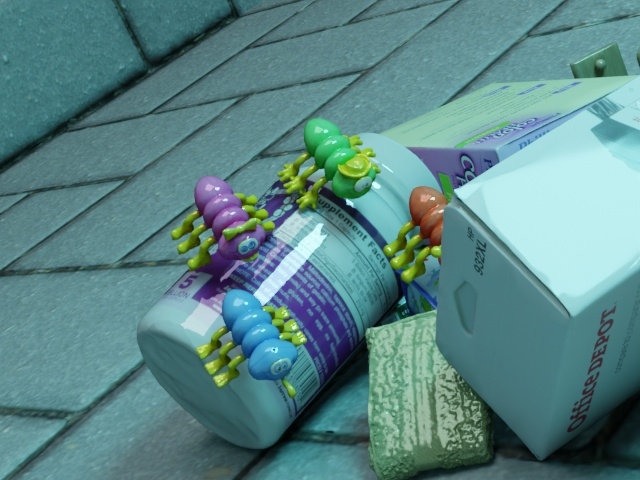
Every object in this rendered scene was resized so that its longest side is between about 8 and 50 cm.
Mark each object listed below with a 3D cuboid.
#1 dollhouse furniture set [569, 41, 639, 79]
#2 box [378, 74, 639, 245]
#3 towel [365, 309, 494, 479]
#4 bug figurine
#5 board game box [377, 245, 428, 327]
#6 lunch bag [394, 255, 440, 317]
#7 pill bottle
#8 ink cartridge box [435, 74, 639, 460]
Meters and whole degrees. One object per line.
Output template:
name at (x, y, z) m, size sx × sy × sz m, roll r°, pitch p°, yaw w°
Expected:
dollhouse furniture set at (0.377, -0.154, 1.330) m, size 0.144 × 0.123 × 0.151 m, roll -27°, pitch 20°, yaw -4°
box at (0.199, -0.083, 1.333) m, size 0.214 × 0.117 × 0.243 m, roll -26°, pitch 17°, yaw -29°
towel at (0.089, 0.122, 1.027) m, size 0.110 × 0.027 × 0.148 m, roll -16°, pitch 52°, yaw 20°
bug figurine at (0.000, 0.000, 1.069) m, size 0.279 × 0.072 × 0.216 m, roll -30°, pitch 63°, yaw -19°
board game box at (0.056, 0.039, 1.369) m, size 0.136 × 0.030 × 0.260 m, roll -30°, pitch 20°, yaw -19°
lunch bag at (0.159, 0.054, 1.120) m, size 0.129 × 0.096 × 0.151 m, roll -28°, pitch 39°, yaw -12°
pill bottle at (-0.017, 0.037, 1.188) m, size 0.301 × 0.169 × 0.169 m, roll -47°, pitch 27°, yaw -27°
ink cartridge box at (0.247, -0.006, 0.932) m, size 0.307 × 0.223 × 0.129 m, roll -32°, pitch 60°, yaw -17°
